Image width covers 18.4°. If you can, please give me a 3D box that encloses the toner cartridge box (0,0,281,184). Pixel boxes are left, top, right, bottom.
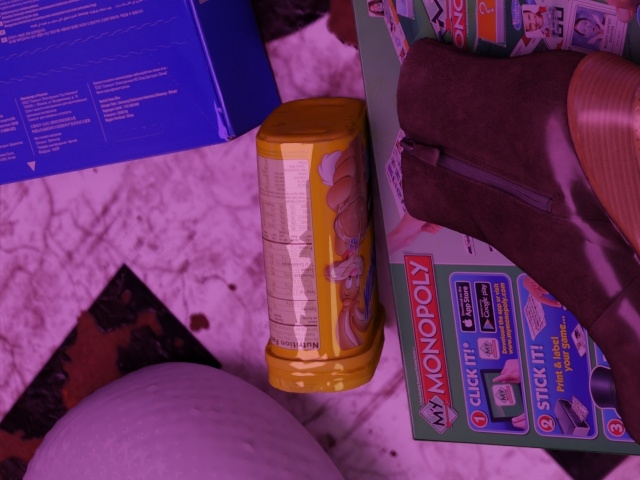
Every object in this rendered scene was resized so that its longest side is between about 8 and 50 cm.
[{"bbox_3d":[-0.206,-0.130,1.410,0.347,0.075,0.165,-8,103,32],"label":"toner cartridge box"}]

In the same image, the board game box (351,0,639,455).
[{"bbox_3d":[0.141,-0.018,1.267,0.213,0.046,0.317,2,109,30],"label":"board game box"}]

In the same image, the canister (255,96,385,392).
[{"bbox_3d":[0.000,0.000,1.309,0.073,0.126,0.170,-1,108,9],"label":"canister"}]

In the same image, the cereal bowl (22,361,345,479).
[{"bbox_3d":[-0.112,0.267,1.427,0.339,0.141,0.339,17,116,41],"label":"cereal bowl"}]

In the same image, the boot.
[{"bbox_3d":[0.146,0.000,1.211,0.206,0.090,0.248,12,116,39],"label":"boot"}]
